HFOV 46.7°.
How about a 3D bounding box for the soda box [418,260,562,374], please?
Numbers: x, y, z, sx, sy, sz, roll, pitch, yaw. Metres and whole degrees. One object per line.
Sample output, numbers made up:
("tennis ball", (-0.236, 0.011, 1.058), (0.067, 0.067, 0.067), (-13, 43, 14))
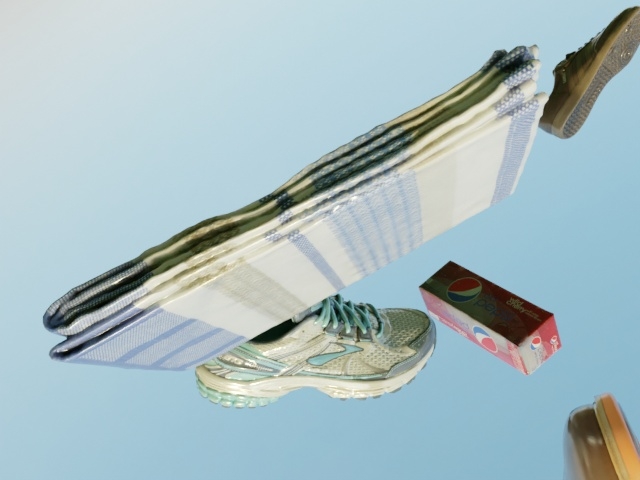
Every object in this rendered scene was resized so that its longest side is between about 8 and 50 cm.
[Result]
("soda box", (0.301, 0.134, 1.342), (0.092, 0.084, 0.263), (-36, -144, -16))

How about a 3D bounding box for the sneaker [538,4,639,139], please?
("sneaker", (0.334, -0.222, 0.942), (0.071, 0.066, 0.188), (38, -84, 39))

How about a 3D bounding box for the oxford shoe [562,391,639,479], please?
("oxford shoe", (0.206, 0.290, 0.594), (0.132, 0.364, 0.130), (-5, -162, 12))

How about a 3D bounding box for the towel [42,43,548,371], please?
("towel", (0.000, 0.000, 0.451), (0.284, 0.209, 0.034), (-29, -106, 3))

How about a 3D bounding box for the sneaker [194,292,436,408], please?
("sneaker", (0.002, 0.105, 0.821), (0.282, 0.122, 0.110), (-8, -147, -16))
